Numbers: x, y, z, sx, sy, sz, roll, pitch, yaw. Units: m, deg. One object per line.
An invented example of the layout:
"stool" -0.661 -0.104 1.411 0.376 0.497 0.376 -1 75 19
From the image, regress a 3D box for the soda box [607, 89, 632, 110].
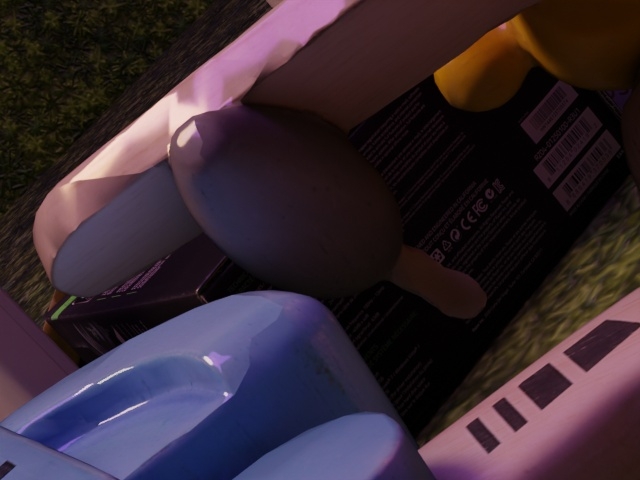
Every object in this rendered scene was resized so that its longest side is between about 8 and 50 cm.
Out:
"soda box" 0.153 -0.109 0.959 0.069 0.074 0.216 -50 15 -24

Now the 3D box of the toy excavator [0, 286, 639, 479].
"toy excavator" 0.017 0.094 0.508 0.445 0.222 0.433 -38 13 -20

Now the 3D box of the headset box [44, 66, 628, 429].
"headset box" 0.000 0.000 0.938 0.246 0.131 0.283 -47 14 -21

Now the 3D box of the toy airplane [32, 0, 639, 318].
"toy airplane" 0.107 -0.121 0.604 0.384 0.272 0.386 -32 -3 -36

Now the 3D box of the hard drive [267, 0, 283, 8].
"hard drive" 0.081 -0.264 1.287 0.339 0.237 0.064 -28 20 44

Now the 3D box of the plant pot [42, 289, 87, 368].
"plant pot" -0.184 0.027 1.392 0.236 0.032 0.236 21 -90 -89

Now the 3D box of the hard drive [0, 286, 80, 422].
"hard drive" -0.235 0.078 0.887 0.233 0.353 0.047 -29 18 44
